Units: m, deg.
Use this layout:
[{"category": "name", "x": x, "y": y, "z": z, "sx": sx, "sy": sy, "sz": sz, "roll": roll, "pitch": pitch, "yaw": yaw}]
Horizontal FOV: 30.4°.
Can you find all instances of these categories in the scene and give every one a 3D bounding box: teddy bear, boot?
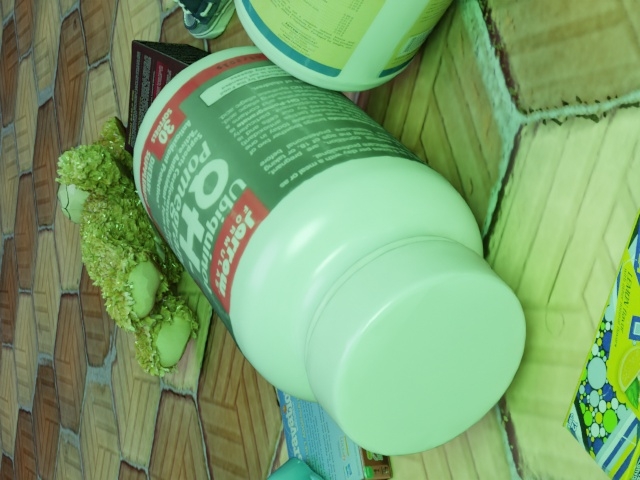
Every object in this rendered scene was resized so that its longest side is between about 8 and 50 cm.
[{"category": "teddy bear", "x": -0.233, "y": 0.007, "z": 1.348, "sx": 0.338, "sy": 0.113, "sz": 0.245, "roll": 66, "pitch": -176, "yaw": 28}, {"category": "boot", "x": -0.128, "y": -0.262, "z": 1.206, "sx": 0.190, "sy": 0.086, "sz": 0.069, "roll": 149, "pitch": 118, "yaw": -62}]

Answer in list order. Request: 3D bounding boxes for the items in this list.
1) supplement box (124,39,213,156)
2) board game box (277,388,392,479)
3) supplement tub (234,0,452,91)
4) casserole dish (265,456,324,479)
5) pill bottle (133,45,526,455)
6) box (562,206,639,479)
[{"category": "supplement box", "x": -0.142, "y": -0.134, "z": 1.253, "sx": 0.239, "sy": 0.073, "sz": 0.130, "roll": -146, "pitch": 59, "yaw": -60}, {"category": "board game box", "x": -0.005, "y": 0.081, "z": 1.008, "sx": 0.145, "sy": 0.027, "sz": 0.281, "roll": 135, "pitch": 130, "yaw": -56}, {"category": "supplement tub", "x": 0.036, "y": -0.209, "z": 0.777, "sx": 0.199, "sy": 0.144, "sz": 0.144, "roll": 127, "pitch": 137, "yaw": -52}, {"category": "casserole dish", "x": -0.026, "y": 0.265, "z": 0.997, "sx": 0.114, "sy": 0.037, "sz": 0.188, "roll": 55, "pitch": 146, "yaw": 30}, {"category": "pill bottle", "x": 0.000, "y": 0.000, "z": 0.807, "sx": 0.318, "sy": 0.176, "sz": 0.176, "roll": 48, "pitch": 132, "yaw": 51}, {"category": "box", "x": 0.177, "y": 0.038, "z": 0.574, "sx": 0.059, "sy": 0.054, "sz": 0.168, "roll": -128, "pitch": 43, "yaw": -54}]
